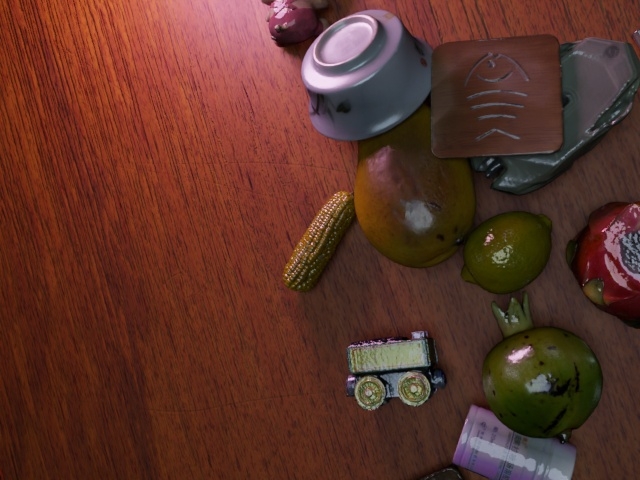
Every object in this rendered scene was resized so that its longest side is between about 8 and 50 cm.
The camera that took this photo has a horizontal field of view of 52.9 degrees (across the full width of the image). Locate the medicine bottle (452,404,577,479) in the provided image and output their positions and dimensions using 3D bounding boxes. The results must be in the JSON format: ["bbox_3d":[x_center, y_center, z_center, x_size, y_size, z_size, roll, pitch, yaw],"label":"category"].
[{"bbox_3d":[0.456,0.505,1.521,0.253,0.152,0.152,18,96,18],"label":"medicine bottle"}]

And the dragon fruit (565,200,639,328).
[{"bbox_3d":[0.701,0.044,1.414,0.290,0.189,0.291,0,91,19],"label":"dragon fruit"}]

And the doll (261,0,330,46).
[{"bbox_3d":[-0.079,-0.649,1.693,0.196,0.152,0.256,-17,102,-13],"label":"doll"}]

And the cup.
[{"bbox_3d":[0.090,-0.423,1.545,0.347,0.163,0.347,-17,51,22],"label":"cup"}]

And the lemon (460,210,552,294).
[{"bbox_3d":[0.441,0.025,1.506,0.248,0.184,0.184,-37,79,6],"label":"lemon"}]

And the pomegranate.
[{"bbox_3d":[0.491,0.286,1.468,0.260,0.260,0.341,-25,75,17],"label":"pomegranate"}]

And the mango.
[{"bbox_3d":[0.213,-0.153,1.571,0.301,0.220,0.445,-25,70,23],"label":"mango"}]

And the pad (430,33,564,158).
[{"bbox_3d":[0.392,-0.324,1.444,0.286,0.018,0.284,-1,79,13],"label":"pad"}]

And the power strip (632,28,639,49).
[{"bbox_3d":[0.796,-0.415,1.460,0.092,0.034,0.268,-28,82,17],"label":"power strip"}]

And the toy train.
[{"bbox_3d":[0.184,0.330,1.625,0.260,0.134,0.178,-10,79,18],"label":"toy train"}]

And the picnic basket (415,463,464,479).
[{"bbox_3d":[0.285,0.645,1.630,0.193,0.055,0.110,-31,82,16],"label":"picnic basket"}]

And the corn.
[{"bbox_3d":[-0.002,0.000,1.698,0.102,0.102,0.313,31,100,16],"label":"corn"}]

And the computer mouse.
[{"bbox_3d":[0.544,-0.280,1.484,0.429,0.145,0.228,-42,68,11],"label":"computer mouse"}]
